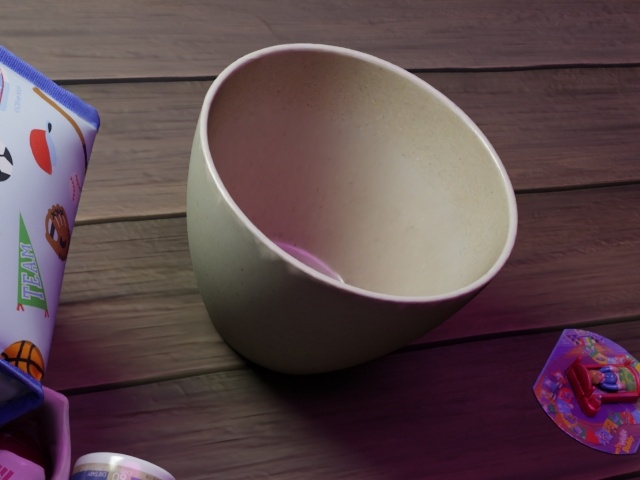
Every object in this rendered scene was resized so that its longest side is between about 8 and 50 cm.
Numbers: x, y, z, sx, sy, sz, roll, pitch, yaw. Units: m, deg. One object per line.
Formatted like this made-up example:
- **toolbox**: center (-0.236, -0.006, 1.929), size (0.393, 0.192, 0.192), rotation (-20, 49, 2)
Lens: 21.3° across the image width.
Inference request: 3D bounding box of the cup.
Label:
- **cup**: center (0.000, 0.000, 1.715), size (0.331, 0.237, 0.331), rotation (14, 46, -16)

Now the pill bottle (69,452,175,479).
- **pill bottle**: center (-0.185, 0.275, 1.453), size (0.094, 0.094, 0.169), rotation (19, 62, -12)

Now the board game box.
- **board game box**: center (0.316, 0.159, 1.887), size (0.133, 0.033, 0.168), rotation (34, 44, 4)

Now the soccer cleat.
- **soccer cleat**: center (-0.285, 0.256, 1.396), size (0.116, 0.143, 0.331), rotation (21, 45, -10)

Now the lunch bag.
- **lunch bag**: center (-0.396, -0.049, 1.405), size (0.385, 0.239, 0.328), rotation (35, 42, -30)
